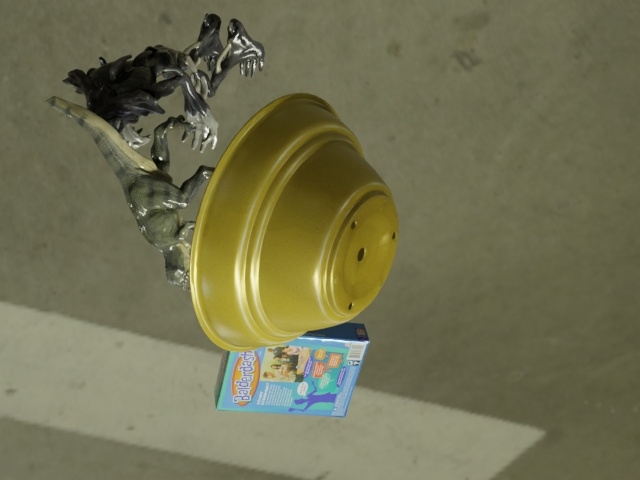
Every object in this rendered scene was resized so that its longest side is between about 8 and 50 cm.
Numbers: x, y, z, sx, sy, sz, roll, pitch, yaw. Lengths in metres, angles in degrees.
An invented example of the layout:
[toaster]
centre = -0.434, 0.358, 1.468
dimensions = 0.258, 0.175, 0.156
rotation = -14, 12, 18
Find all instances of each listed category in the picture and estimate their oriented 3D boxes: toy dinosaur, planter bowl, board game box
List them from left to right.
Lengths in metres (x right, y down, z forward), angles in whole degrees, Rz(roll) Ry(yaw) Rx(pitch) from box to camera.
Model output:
[toy dinosaur]
centre = -0.170, -0.068, 1.162
dimensions = 0.118, 0.064, 0.268
rotation = -35, 105, -8
[board game box]
centre = -0.047, 0.194, 1.652
dimensions = 0.210, 0.047, 0.160
rotation = 6, 123, -16
[planter bowl]
centre = 0.000, 0.000, 0.850
dimensions = 0.090, 0.217, 0.217
rotation = 20, 149, 30

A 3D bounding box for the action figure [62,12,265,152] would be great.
[action figure]
centre = -0.186, -0.169, 1.276
dimensions = 0.275, 0.164, 0.141
rotation = -38, 131, -40
